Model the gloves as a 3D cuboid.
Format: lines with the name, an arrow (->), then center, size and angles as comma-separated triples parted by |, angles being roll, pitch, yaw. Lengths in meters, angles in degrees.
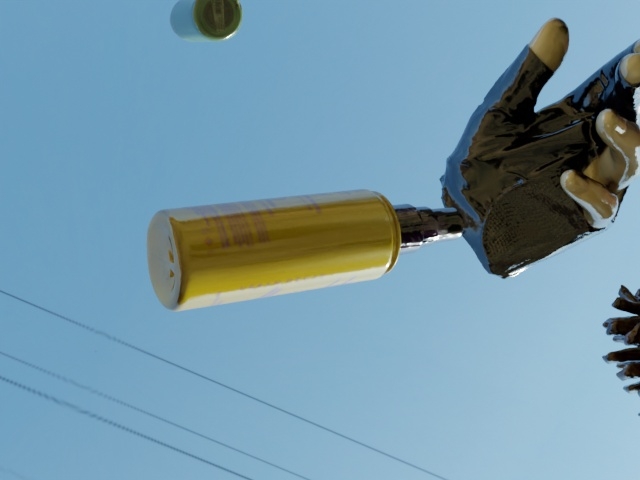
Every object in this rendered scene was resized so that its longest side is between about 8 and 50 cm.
gloves -> 0.240, -0.102, 0.932 | 0.152, 0.301, 0.197 | -23, -107, -33

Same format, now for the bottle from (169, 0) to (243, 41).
bottle -> -0.072, -0.136, 0.565 | 0.030, 0.083, 0.030 | -4, -78, -19

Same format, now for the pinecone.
pinecone -> 0.390, 0.107, 0.955 | 0.208, 0.208, 0.207 | 2, -97, -13

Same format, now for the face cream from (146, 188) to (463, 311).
face cream -> 0.000, 0.000, 0.755 | 0.274, 0.078, 0.078 | -8, -95, -30
